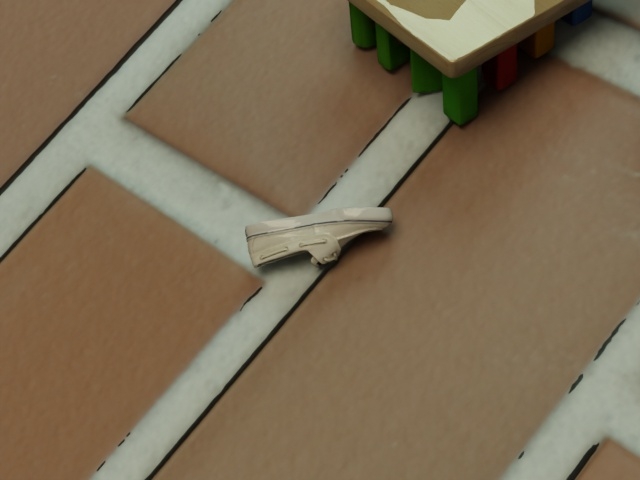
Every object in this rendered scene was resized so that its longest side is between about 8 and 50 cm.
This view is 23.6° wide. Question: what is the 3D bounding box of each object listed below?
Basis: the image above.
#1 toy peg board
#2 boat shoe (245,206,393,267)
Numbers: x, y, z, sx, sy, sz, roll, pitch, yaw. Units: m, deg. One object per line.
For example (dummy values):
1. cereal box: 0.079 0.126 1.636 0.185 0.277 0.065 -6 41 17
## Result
1. toy peg board: 0.101 -0.167 1.058 0.161 0.079 0.161 -31 52 -21
2. boat shoe: 0.000 0.000 1.004 0.100 0.035 0.035 -9 83 10
